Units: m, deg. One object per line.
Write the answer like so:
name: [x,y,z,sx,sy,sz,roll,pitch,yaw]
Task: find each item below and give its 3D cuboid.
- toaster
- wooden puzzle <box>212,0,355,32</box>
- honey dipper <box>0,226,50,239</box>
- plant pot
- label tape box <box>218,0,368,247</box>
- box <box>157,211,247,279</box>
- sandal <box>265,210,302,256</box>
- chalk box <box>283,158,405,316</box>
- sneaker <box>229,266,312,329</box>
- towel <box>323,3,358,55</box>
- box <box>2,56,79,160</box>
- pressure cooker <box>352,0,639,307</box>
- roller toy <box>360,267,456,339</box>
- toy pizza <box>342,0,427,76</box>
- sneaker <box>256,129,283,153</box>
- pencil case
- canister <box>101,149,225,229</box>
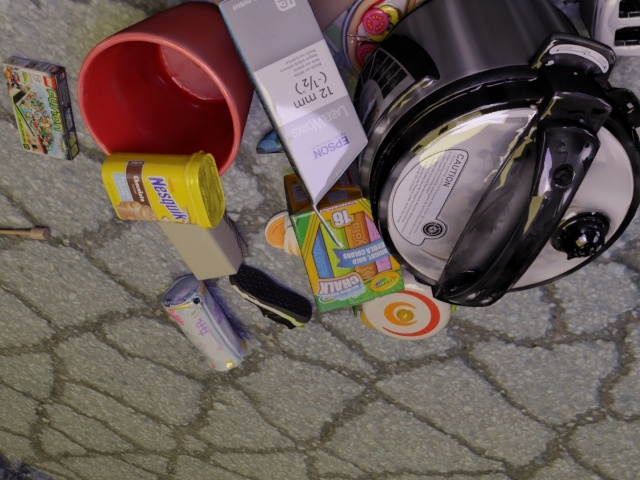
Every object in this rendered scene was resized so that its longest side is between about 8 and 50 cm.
toaster: [0.460,-0.337,0.865,0.227,0.146,0.129,2,130,14]
wooden puzzle: [-0.074,-0.419,0.978,0.239,0.044,0.221,36,138,-23]
honey dipper: [-0.756,-0.019,1.559,0.161,0.030,0.030,2,131,16]
plant pot: [-0.231,-0.266,1.051,0.275,0.243,0.274,7,132,8]
label tape box: [-0.020,-0.186,0.906,0.115,0.249,0.347,-27,105,1]
box: [-0.278,-0.044,1.362,0.113,0.094,0.275,-10,128,23]
sandal: [-0.002,-0.008,1.331,0.266,0.076,0.101,-3,130,17]
chalk box: [0.053,0.011,1.212,0.179,0.180,0.288,-15,121,1]
sneaker: [-0.131,0.155,1.506,0.235,0.084,0.097,33,132,-14]
towel: [-0.004,-0.364,1.056,0.152,0.023,0.113,-28,117,36]
box: [-0.573,-0.268,1.282,0.114,0.036,0.206,12,133,4]
pressure cooker: [0.248,-0.128,0.895,0.376,0.420,0.370,-20,131,20]
roller toy: [0.187,0.117,1.343,0.210,0.146,0.191,2,131,14]
toy pizza: [0.136,-0.327,1.020,0.202,0.032,0.201,2,135,2]
sneaker: [-0.039,-0.216,1.176,0.209,0.069,0.082,-11,94,35]
pencil case: [-0.290,0.212,1.580,0.124,0.113,0.273,5,135,35]
canister: [-0.254,-0.084,1.007,0.170,0.073,0.126,4,133,14]
